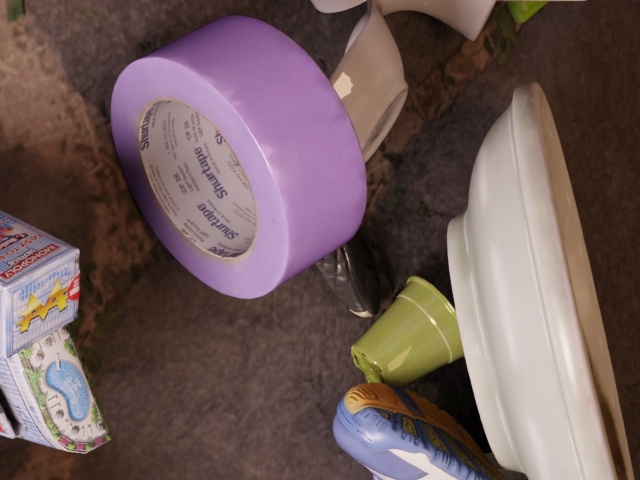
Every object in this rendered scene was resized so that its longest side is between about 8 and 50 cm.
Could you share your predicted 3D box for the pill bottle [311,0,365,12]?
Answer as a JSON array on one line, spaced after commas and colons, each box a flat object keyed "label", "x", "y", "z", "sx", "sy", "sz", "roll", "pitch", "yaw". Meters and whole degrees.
[{"label": "pill bottle", "x": -0.015, "y": -0.270, "z": 1.357, "sx": 0.108, "sy": 0.108, "sz": 0.193, "roll": -48, "pitch": 123, "yaw": -25}]

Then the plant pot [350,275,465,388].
[{"label": "plant pot", "x": 0.070, "y": 0.085, "z": 1.498, "sx": 0.079, "sy": 0.083, "sz": 0.083, "roll": -37, "pitch": 118, "yaw": -18}]

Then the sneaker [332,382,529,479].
[{"label": "sneaker", "x": 0.096, "y": 0.222, "z": 1.496, "sx": 0.131, "sy": 0.112, "sz": 0.296, "roll": -45, "pitch": 130, "yaw": 12}]

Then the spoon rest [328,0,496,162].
[{"label": "spoon rest", "x": 0.043, "y": -0.138, "z": 1.410, "sx": 0.276, "sy": 0.084, "sz": 0.137, "roll": -46, "pitch": 165, "yaw": -47}]

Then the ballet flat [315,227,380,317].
[{"label": "ballet flat", "x": 0.000, "y": 0.000, "z": 1.455, "sx": 0.173, "sy": 0.049, "sz": 0.057, "roll": 54, "pitch": 33, "yaw": -36}]

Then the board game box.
[{"label": "board game box", "x": -0.214, "y": 0.052, "z": 1.175, "sx": 0.060, "sy": 0.194, "sz": 0.194, "roll": -32, "pitch": 114, "yaw": -33}]

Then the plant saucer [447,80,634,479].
[{"label": "plant saucer", "x": 0.175, "y": 0.075, "z": 1.476, "sx": 0.400, "sy": 0.100, "sz": 0.400, "roll": -13, "pitch": 90, "yaw": -80}]

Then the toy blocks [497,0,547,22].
[{"label": "toy blocks", "x": 0.179, "y": -0.335, "z": 1.412, "sx": 0.191, "sy": 0.261, "sz": 0.381, "roll": -41, "pitch": 119, "yaw": -29}]

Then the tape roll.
[{"label": "tape roll", "x": -0.060, "y": -0.059, "z": 1.294, "sx": 0.080, "sy": 0.189, "sz": 0.189, "roll": -33, "pitch": 115, "yaw": -32}]
